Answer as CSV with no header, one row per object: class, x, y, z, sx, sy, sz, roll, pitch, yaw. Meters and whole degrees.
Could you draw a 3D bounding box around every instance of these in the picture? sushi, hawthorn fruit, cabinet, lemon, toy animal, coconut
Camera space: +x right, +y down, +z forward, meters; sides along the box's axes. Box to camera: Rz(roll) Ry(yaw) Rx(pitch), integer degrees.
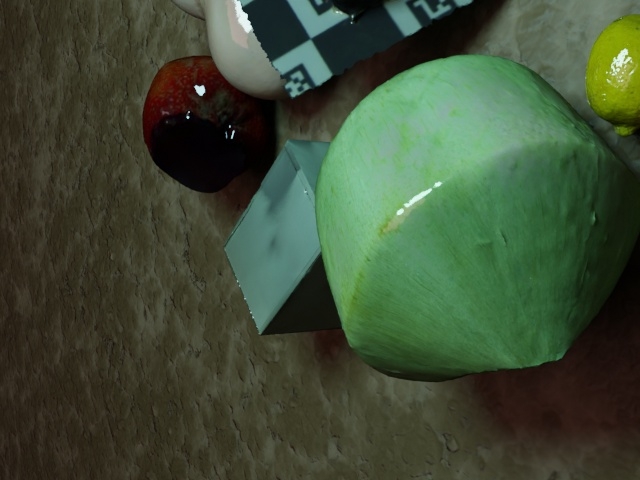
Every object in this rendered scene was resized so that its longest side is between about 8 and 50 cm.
sushi,0.006,-0.382,0.902,0.296,0.100,0.373,-27,67,3
hawthorn fruit,-0.179,-0.184,1.235,0.251,0.189,0.190,-128,46,-59
cabinet,0.000,0.000,1.048,0.206,0.150,0.145,-54,51,39
lemon,0.281,-0.148,0.749,0.082,0.082,0.111,19,102,48
toy animal,-0.103,-0.340,1.105,0.269,0.237,0.327,-13,85,32
coconut,0.138,-0.007,0.782,0.328,0.281,0.329,-24,49,30
